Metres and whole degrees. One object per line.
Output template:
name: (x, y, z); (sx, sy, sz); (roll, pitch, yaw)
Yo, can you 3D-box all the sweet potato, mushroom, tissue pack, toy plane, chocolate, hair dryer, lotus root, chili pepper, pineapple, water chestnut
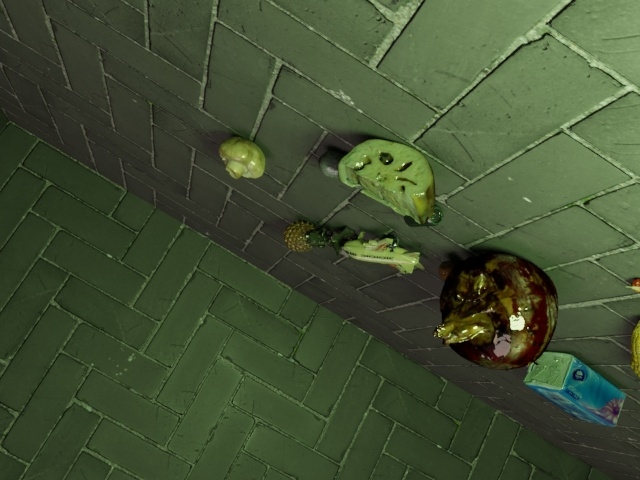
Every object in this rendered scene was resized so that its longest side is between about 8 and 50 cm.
sweet potato: (0.411, 0.103, 1.846); (0.226, 0.068, 0.068); (26, 169, -41)
mushroom: (-0.229, -0.239, 1.802); (0.148, 0.112, 0.148); (33, 159, 14)
tissue pack: (0.863, 0.500, 2.101); (0.263, 0.146, 0.198); (33, 164, -15)
toy plane: (0.194, 0.037, 1.924); (0.256, 0.104, 0.242); (21, 164, 25)
chocolate: (0.070, -0.179, 1.563); (0.166, 0.072, 0.072); (25, 163, 21)
hair dryer: (0.220, -0.108, 1.569); (0.197, 0.057, 0.100); (43, 157, -23)
lotus root: (0.160, -0.145, 1.404); (0.234, 0.138, 0.119); (24, 157, 17)
chili pepper: (0.762, 0.112, 1.352); (0.178, 0.027, 0.045); (15, 162, 41)
pineapple: (0.000, 0.000, 2.121); (0.277, 0.119, 0.130); (8, 134, 46)
water chestnut: (0.433, 0.189, 1.609); (0.346, 0.336, 0.335); (-3, 178, -27)

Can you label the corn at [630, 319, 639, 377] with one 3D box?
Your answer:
corn: (0.852, 0.282, 1.594); (0.101, 0.101, 0.292); (17, 155, 35)
